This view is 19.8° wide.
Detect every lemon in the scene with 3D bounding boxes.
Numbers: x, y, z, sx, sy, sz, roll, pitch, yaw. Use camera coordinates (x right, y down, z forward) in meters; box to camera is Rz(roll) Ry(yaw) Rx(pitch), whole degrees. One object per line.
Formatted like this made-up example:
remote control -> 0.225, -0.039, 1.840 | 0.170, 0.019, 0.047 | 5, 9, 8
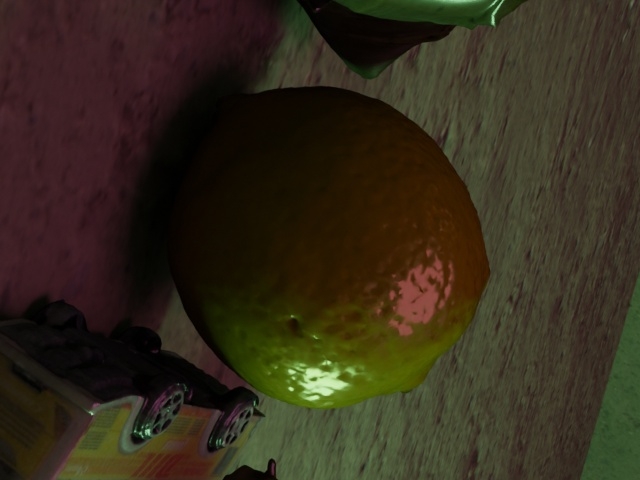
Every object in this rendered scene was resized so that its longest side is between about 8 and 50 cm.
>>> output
lemon -> 0.000, 0.000, 1.058 | 0.178, 0.203, 0.178 | -35, 179, -1

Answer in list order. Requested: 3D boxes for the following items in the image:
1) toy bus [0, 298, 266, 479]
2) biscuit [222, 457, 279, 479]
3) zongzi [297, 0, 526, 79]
toy bus -> -0.115, 0.103, 1.009 | 0.106, 0.092, 0.268 | -58, 163, 2
biscuit -> -0.107, 0.290, 1.194 | 0.268, 0.115, 0.366 | -64, 166, 8
zongzi -> 0.064, -0.274, 0.981 | 0.393, 0.174, 0.356 | 101, 2, -88
